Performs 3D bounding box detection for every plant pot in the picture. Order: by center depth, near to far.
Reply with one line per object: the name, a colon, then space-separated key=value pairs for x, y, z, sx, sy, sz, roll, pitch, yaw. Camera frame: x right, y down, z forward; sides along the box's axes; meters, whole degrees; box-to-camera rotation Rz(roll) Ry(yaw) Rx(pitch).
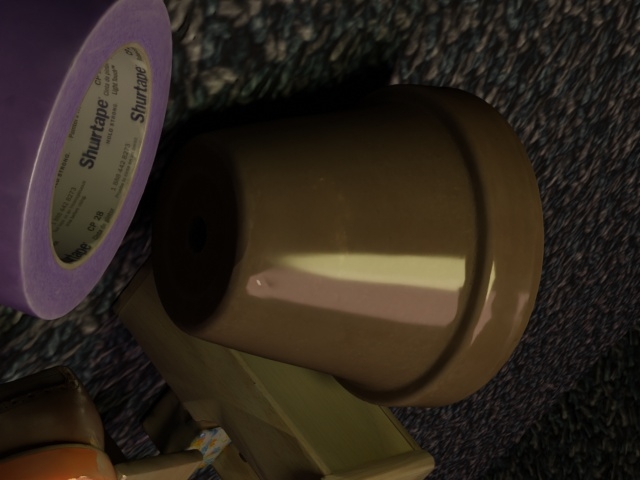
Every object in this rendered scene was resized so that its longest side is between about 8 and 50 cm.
plant pot: x=0.000 y=0.000 z=1.019 sx=0.229 sy=0.263 sz=0.263 roll=3 pitch=135 yaw=-33

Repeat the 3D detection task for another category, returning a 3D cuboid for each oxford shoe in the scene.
oxford shoe: x=-0.334 y=0.188 z=0.964 sx=0.363 sy=0.133 sz=0.130 roll=-13 pitch=143 yaw=-11

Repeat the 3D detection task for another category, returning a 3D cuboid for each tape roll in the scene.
tape roll: x=-0.154 y=-0.057 z=0.723 sx=0.189 sy=0.080 sz=0.189 roll=18 pitch=90 yaw=-81

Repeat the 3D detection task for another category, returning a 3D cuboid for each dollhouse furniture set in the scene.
dollhouse furniture set: x=-0.135 y=0.237 z=1.175 sx=0.394 sy=0.256 sz=0.362 roll=-50 pitch=155 yaw=22
